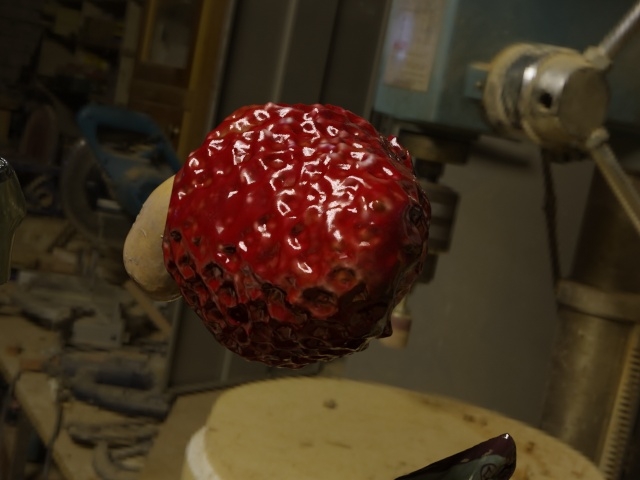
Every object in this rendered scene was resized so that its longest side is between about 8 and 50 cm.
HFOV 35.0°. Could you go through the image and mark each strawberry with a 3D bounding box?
[{"bbox_3d":[0.000,0.000,0.709,0.205,0.205,0.244,8,1,-23],"label":"strawberry"}]

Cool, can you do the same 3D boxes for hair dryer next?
[{"bbox_3d":[-0.535,-0.012,1.506,0.224,0.219,0.088,-15,41,-2],"label":"hair dryer"}]

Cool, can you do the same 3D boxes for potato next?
[{"bbox_3d":[-0.171,-0.004,1.231,0.118,0.178,0.109,43,22,5],"label":"potato"}]

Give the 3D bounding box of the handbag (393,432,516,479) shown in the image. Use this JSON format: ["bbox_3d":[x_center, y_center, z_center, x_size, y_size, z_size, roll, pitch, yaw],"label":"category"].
[{"bbox_3d":[0.079,0.288,0.800,0.213,0.235,0.127,-16,-14,8],"label":"handbag"}]
